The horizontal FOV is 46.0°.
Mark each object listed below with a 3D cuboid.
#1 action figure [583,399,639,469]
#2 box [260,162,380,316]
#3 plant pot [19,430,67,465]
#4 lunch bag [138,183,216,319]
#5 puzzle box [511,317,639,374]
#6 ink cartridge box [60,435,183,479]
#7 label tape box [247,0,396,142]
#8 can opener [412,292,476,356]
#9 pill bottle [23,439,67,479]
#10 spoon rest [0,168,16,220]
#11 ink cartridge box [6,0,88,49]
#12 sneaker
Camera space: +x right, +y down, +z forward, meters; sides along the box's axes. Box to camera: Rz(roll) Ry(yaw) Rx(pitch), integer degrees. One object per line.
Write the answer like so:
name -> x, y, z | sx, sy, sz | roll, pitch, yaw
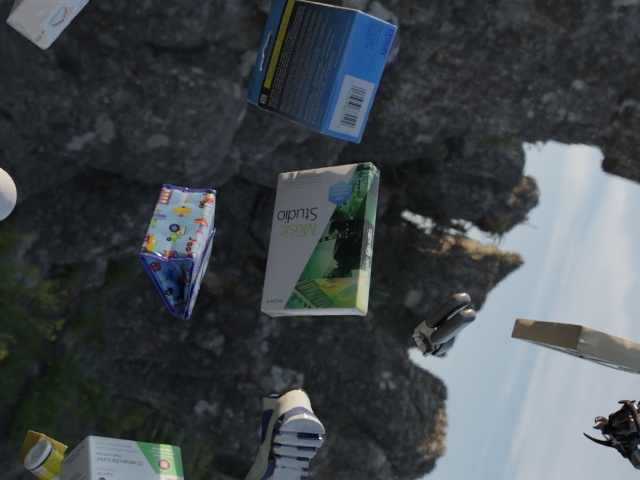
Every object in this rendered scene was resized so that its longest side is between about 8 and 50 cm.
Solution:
action figure -> 0.540, 0.297, 1.167 | 0.275, 0.164, 0.141 | -46, -141, 43
box -> 0.000, 0.000, 1.599 | 0.058, 0.232, 0.322 | 32, 58, -55
plant pot -> -0.709, 0.539, 1.904 | 0.081, 0.081, 0.083 | 43, 58, -36
lunch bag -> -0.337, 0.042, 1.874 | 0.293, 0.138, 0.221 | 93, 6, -53
puzzle box -> 0.587, 0.230, 1.573 | 0.409, 0.272, 0.052 | 114, -6, -86
ink cartridge box -> -0.360, 0.532, 1.409 | 0.121, 0.211, 0.289 | -42, -134, 29
label tape box -> -0.013, -0.376, 1.626 | 0.348, 0.115, 0.249 | 33, -70, 53
can opener -> 0.280, 0.190, 1.695 | 0.280, 0.093, 0.074 | 114, -40, -63
pill bottle -> -0.527, 0.455, 1.503 | 0.116, 0.065, 0.065 | 53, 39, -29
spoon rest -> -0.796, -0.119, 1.614 | 0.084, 0.276, 0.137 | -123, -130, -65
ink cartridge box -> -0.475, -0.447, 1.348 | 0.139, 0.082, 0.190 | -41, -147, 18
sneaker -> -0.080, 0.442, 1.655 | 0.182, 0.127, 0.315 | -101, -151, -58
